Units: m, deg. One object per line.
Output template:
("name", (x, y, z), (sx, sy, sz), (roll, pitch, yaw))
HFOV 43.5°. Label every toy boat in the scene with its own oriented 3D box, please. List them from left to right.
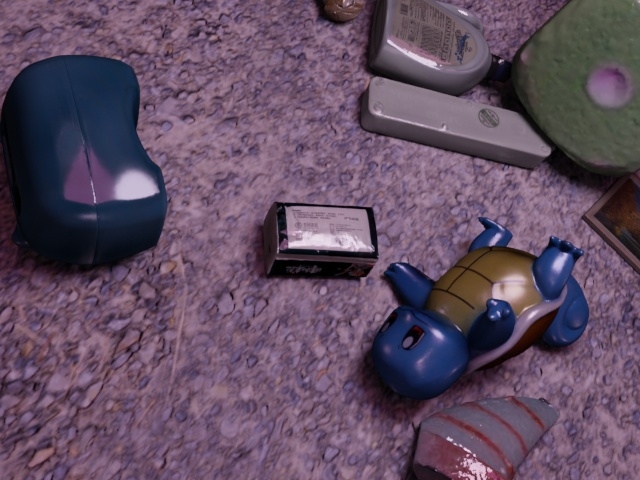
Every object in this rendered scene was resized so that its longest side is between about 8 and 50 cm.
("toy boat", (0.269, 0.309, 1.226), (0.206, 0.096, 0.282), (38, 48, 20))

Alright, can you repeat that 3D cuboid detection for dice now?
("dice", (0.577, -0.334, 1.487), (0.322, 0.318, 0.330), (47, 44, 0))

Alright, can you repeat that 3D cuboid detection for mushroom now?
("mushroom", (-0.004, -0.512, 1.547), (0.223, 0.081, 0.092), (48, 41, 6))

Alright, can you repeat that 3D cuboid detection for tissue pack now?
("tissue pack", (-0.350, -0.114, 1.149), (0.206, 0.198, 0.287), (-10, 70, -25))
("tissue pack", (-0.001, 0.000, 1.277), (0.170, 0.090, 0.103), (4, 63, -19))

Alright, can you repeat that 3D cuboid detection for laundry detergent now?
("laundry detergent", (0.239, -0.380, 1.547), (0.281, 0.105, 0.214), (13, 59, -12))

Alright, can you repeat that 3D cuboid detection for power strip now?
("power strip", (0.264, -0.214, 1.495), (0.385, 0.062, 0.091), (12, 60, -13))

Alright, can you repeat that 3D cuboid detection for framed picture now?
("framed picture", (0.641, -0.006, 1.547), (0.184, 0.016, 0.250), (-38, 81, -30))

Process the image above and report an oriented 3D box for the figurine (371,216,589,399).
("figurine", (0.262, 0.090, 1.267), (0.416, 0.242, 0.298), (-13, 26, -28))
